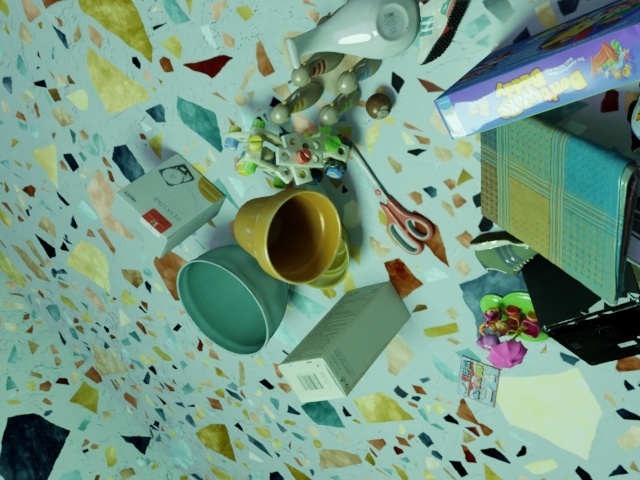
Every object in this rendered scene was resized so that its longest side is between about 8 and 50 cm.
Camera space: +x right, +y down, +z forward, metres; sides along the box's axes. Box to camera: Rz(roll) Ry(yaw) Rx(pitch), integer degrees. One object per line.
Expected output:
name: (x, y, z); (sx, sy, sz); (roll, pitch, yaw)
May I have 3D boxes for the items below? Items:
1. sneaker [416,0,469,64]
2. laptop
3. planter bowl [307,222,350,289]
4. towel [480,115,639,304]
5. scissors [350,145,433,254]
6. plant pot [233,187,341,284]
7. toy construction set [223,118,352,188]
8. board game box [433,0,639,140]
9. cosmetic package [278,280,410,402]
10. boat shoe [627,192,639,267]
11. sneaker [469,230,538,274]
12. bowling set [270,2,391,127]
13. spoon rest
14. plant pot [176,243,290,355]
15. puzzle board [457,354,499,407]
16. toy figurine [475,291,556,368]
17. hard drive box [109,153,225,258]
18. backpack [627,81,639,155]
sneaker: (0.208, -0.401, 1.438); (0.075, 0.057, 0.161); (49, 141, 21)
laptop: (0.561, 0.115, 1.563); (0.264, 0.137, 0.234); (33, 143, -24)
planter bowl: (0.000, 0.000, 1.864); (0.217, 0.090, 0.217); (19, 125, 29)
towel: (0.410, -0.085, 1.399); (0.370, 0.040, 0.271); (44, 148, 50)
scissors: (0.134, -0.089, 1.746); (0.297, 0.021, 0.109); (45, 139, 0)
plant pot: (-0.089, -0.021, 1.739); (0.188, 0.205, 0.205); (15, 131, 51)
toy construction set: (-0.064, -0.189, 1.679); (0.215, 0.151, 0.327); (20, 179, -26)
board game box: (0.382, -0.284, 1.245); (0.347, 0.233, 0.078); (-14, 110, 44)
cosmetic package: (0.060, 0.234, 1.836); (0.160, 0.309, 0.113); (-18, 108, 46)
boat shoe: (0.566, -0.024, 1.383); (0.335, 0.121, 0.119); (41, 97, 30)
sneaker: (0.398, 0.028, 1.591); (0.192, 0.064, 0.086); (-4, 116, 48)
bowling set: (0.042, -0.307, 1.558); (0.200, 0.154, 0.287); (38, 137, 10)
spoon rest: (0.058, -0.383, 1.432); (0.084, 0.276, 0.137); (33, 141, 62)
plant pot: (-0.198, 0.126, 2.045); (0.293, 0.196, 0.293); (22, 132, 26)
puzzle board: (0.377, 0.341, 1.881); (0.096, 0.011, 0.128); (20, 132, 27)
toy figurine: (0.387, 0.198, 1.656); (0.173, 0.159, 0.130); (17, 130, 29)
hard drive box: (-0.389, -0.091, 2.008); (0.181, 0.232, 0.089); (41, 138, 6)
backpack: (0.589, -0.176, 1.137); (0.276, 0.263, 0.213); (34, 136, 15)
